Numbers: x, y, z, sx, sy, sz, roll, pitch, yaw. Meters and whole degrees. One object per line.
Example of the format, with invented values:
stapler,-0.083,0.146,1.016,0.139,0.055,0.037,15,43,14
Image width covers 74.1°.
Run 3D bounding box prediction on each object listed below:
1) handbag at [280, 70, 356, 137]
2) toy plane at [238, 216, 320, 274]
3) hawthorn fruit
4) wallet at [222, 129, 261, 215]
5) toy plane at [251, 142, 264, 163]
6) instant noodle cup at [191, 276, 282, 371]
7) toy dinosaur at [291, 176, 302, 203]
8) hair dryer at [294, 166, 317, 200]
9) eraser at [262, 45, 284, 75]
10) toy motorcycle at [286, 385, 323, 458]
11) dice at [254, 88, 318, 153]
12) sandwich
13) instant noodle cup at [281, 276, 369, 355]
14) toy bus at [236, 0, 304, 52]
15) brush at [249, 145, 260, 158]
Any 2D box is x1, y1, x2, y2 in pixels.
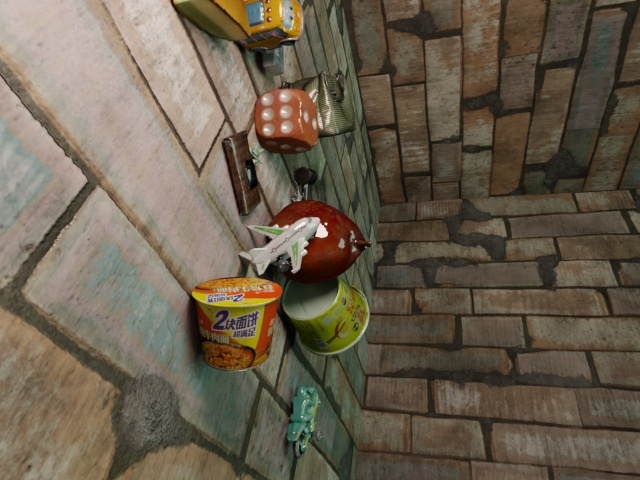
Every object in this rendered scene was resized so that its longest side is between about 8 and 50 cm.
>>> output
handbag,-0.005,-0.530,1.681,0.341,0.248,0.239,-43,128,-62
toy plane,-0.104,0.010,1.252,0.256,0.251,0.101,-32,138,-22
hawthorn fruit,-0.021,-0.002,1.459,0.308,0.325,0.307,162,-90,-85
wallet,-0.225,-0.198,1.244,0.124,0.042,0.229,-57,140,-59
toy plane,-0.206,-0.266,1.338,0.080,0.033,0.083,72,29,-46
instant noodle cup,-0.199,0.198,1.020,0.213,0.214,0.173,-38,132,-71
toy dinosaur,-0.087,-0.156,1.702,0.082,0.039,0.208,-27,107,-50
hair dryer,-0.058,-0.181,1.786,0.114,0.071,0.247,-18,109,-73
eraser,-0.161,-0.676,1.426,0.092,0.046,0.212,-8,96,-74
toy motorcycle,-0.056,0.657,1.601,0.296,0.110,0.198,-67,148,-59
dice,-0.110,-0.400,1.431,0.179,0.174,0.174,29,61,-73
sandwich,-0.262,-0.625,1.048,0.220,0.108,0.185,1,88,-72
instant noodle cup,0.009,0.244,1.588,0.221,0.312,0.311,57,33,-44
toy bus,-0.163,-0.639,1.238,0.136,0.210,0.125,-14,103,-63
brush,-0.215,-0.282,1.290,0.083,0.013,0.016,47,54,-32
